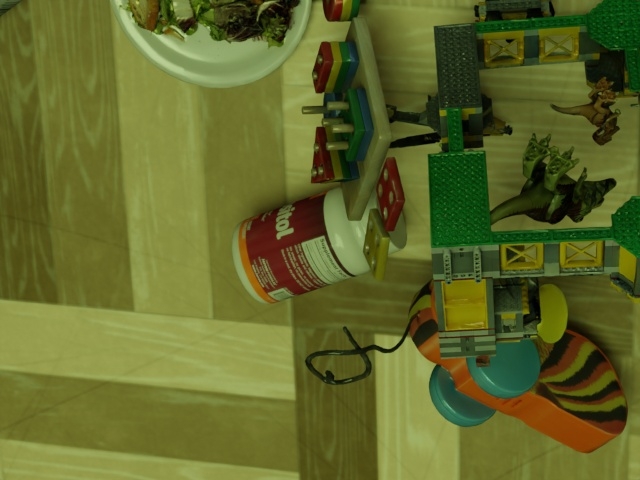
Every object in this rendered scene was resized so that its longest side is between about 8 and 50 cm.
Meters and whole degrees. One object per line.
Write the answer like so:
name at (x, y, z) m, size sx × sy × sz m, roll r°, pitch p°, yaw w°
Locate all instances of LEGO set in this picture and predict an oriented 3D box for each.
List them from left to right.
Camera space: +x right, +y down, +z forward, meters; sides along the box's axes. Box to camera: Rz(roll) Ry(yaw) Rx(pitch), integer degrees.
LEGO set at (0.192, -0.038, 1.659) m, size 0.255 × 0.331 × 0.192 m, roll -10°, pitch 143°, yaw -1°

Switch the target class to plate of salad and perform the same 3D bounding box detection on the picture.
plate of salad at (-0.106, -0.231, 1.781) m, size 0.200 × 0.048 × 0.199 m, roll 6°, pitch 114°, yaw 14°

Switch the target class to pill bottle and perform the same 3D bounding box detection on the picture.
pill bottle at (0.000, 0.000, 1.829) m, size 0.152 × 0.086 × 0.086 m, roll -19°, pitch 106°, yaw 23°

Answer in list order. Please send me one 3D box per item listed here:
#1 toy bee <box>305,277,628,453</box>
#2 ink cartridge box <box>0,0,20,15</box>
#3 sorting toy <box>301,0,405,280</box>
toy bee at (0.152, 0.079, 1.789) m, size 0.195 × 0.162 × 0.298 m, roll -21°, pitch 140°, yaw 41°
ink cartridge box at (-0.406, -0.286, 1.860) m, size 0.189 × 0.066 × 0.232 m, roll -31°, pitch 80°, yaw 26°
sorting toy at (0.018, -0.098, 1.720) m, size 0.046 × 0.274 × 0.132 m, roll -2°, pitch 148°, yaw -15°
